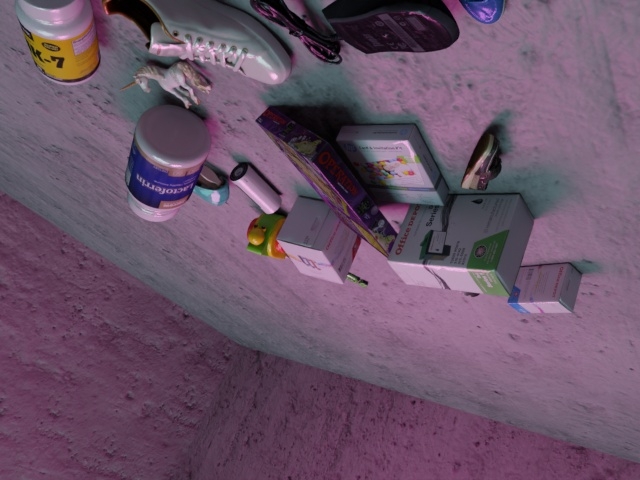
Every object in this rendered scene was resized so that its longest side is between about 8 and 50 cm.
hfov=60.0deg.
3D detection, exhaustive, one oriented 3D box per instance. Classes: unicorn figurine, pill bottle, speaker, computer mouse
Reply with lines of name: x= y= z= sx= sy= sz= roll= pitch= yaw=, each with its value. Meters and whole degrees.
unicorn figurine: x=-0.278 y=-0.297 z=1.042 sx=0.162 sy=0.060 sz=0.111 roll=-19 pitch=134 yaw=39
pill bottle: x=-0.451 y=-0.372 z=0.955 sx=0.119 sy=0.119 sz=0.208 roll=27 pitch=158 yaw=-6
speaker: x=-0.150 y=-0.121 z=1.304 sx=0.055 sy=0.055 sz=0.136 roll=5 pitch=152 yaw=41
pill bottle: x=-0.342 y=-0.158 z=1.214 sx=0.153 sy=0.153 sz=0.265 roll=28 pitch=144 yaw=-9
computer mouse: x=0.035 y=-0.292 z=0.676 sx=0.184 sy=0.060 sz=0.262 roll=23 pitch=174 yaw=-40

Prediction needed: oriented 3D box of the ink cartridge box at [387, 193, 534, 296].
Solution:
ink cartridge box: x=0.252 y=0.003 z=1.013 sx=0.219 sy=0.160 sz=0.092 roll=3 pitch=149 yaw=42

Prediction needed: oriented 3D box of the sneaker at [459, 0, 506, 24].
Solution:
sneaker: x=0.148 y=-0.271 z=0.586 sx=0.058 sy=0.085 sz=0.152 roll=7 pitch=153 yaw=38

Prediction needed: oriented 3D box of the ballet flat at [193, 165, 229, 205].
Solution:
ballet flat: x=-0.332 y=-0.174 z=1.369 sx=0.247 sy=0.083 sz=0.087 roll=27 pitch=135 yaw=-5

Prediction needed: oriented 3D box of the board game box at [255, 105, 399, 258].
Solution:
board game box: x=0.032 y=-0.097 z=1.062 sx=0.208 sy=0.056 sz=0.347 roll=36 pitch=173 yaw=45

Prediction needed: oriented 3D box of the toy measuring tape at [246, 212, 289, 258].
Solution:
toy measuring tape: x=-0.112 y=-0.011 z=1.507 sx=0.121 sy=0.121 sz=0.330 roll=18 pitch=180 yaw=18

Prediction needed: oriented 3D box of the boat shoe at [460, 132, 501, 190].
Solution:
boat shoe: x=0.260 y=-0.120 z=0.871 sx=0.049 sy=0.056 sz=0.152 roll=17 pitch=168 yaw=6

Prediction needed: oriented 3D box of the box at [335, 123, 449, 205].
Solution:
box: x=0.133 y=-0.133 z=0.993 sx=0.145 sy=0.038 sz=0.186 roll=8 pitch=152 yaw=36

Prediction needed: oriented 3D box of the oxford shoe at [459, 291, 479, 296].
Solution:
oxford shoe: x=0.263 y=0.032 z=1.209 sx=0.227 sy=0.083 sz=0.096 roll=23 pitch=140 yaw=5

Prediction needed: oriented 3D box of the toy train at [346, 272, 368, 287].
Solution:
toy train: x=0.103 y=0.115 z=1.638 sx=0.083 sy=0.017 sz=0.024 roll=27 pitch=149 yaw=-6

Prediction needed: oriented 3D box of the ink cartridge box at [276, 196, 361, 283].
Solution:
ink cartridge box: x=0.000 y=0.000 z=1.323 sx=0.127 sy=0.128 sz=0.176 roll=14 pitch=155 yaw=26

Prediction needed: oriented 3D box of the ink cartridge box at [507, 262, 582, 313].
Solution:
ink cartridge box: x=0.451 y=0.098 z=1.117 sx=0.052 sy=0.088 sz=0.122 roll=34 pitch=157 yaw=-23

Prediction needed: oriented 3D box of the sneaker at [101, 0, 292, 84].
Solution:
sneaker: x=-0.187 y=-0.299 z=0.836 sx=0.290 sy=0.123 sz=0.106 roll=29 pitch=157 yaw=-13
